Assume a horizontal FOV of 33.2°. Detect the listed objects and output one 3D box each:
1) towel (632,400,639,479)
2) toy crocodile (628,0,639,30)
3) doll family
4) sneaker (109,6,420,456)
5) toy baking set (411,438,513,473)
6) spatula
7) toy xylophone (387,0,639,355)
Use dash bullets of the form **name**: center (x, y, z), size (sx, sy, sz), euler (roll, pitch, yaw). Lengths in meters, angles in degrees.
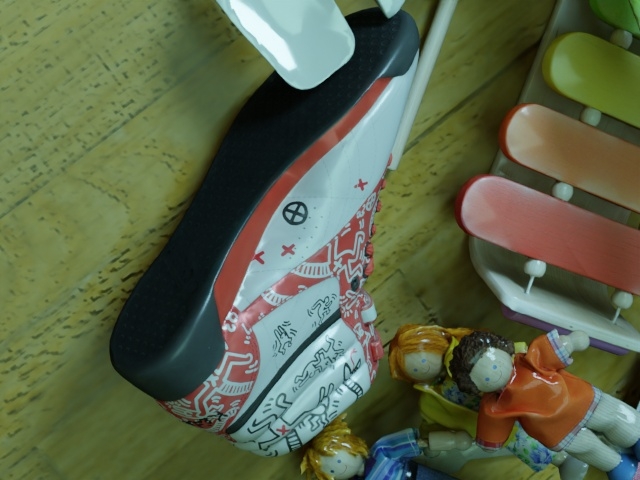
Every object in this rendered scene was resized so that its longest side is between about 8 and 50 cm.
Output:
- **towel**: center (0.310, 0.145, 0.798), size (0.197, 0.029, 0.144), euler (27, 82, -27)
- **toy crocodile**: center (0.204, -0.195, 0.572), size (0.115, 0.105, 0.340), euler (-19, 88, 19)
- **doll family**: center (0.079, 0.146, 0.695), size (0.163, 0.118, 0.263), euler (30, 104, -11)
- **sneaker**: center (-0.001, 0.000, 0.652), size (0.145, 0.090, 0.270), euler (45, 72, -40)
- **toy baking set**: center (0.165, 0.211, 0.778), size (0.197, 0.030, 0.256), euler (-36, 110, -9)
- **spatula**: center (-0.025, -0.223, 0.600), size (0.168, 0.019, 0.242), euler (-39, 99, -7)
- **toy xylophone**: center (0.175, -0.094, 0.691), size (0.236, 0.081, 0.322), euler (11, 97, -21)
